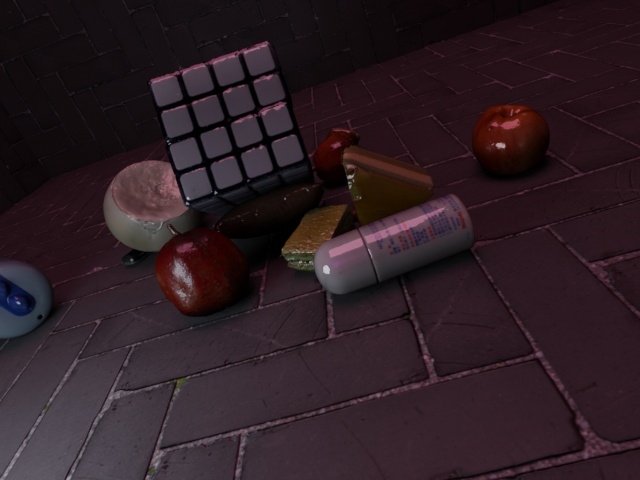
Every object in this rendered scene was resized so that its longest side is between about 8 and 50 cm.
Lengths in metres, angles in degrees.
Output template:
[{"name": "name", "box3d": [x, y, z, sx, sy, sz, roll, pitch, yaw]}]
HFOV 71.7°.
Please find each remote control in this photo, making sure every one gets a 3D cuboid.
[{"name": "remote control", "box3d": [-0.612, 0.014, 1.563, 0.072, 0.042, 0.222, -5, 32, 24]}]

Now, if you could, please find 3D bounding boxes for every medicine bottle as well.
[{"name": "medicine bottle", "box3d": [0.150, 0.015, 0.965, 0.340, 0.130, 0.130, -21, 28, -1]}]

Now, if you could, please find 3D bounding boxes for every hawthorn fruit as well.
[{"name": "hawthorn fruit", "box3d": [-0.003, -0.261, 1.540, 0.285, 0.165, 0.165, -21, 28, 12]}, {"name": "hawthorn fruit", "box3d": [-0.294, 0.062, 1.080, 0.215, 0.250, 0.215, -32, 5, 3]}]

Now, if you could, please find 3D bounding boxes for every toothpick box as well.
[{"name": "toothpick box", "box3d": [-0.972, 0.158, 1.325, 0.354, 0.263, 0.263, 4, 37, 36]}]

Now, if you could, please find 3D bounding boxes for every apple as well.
[{"name": "apple", "box3d": [0.514, -0.280, 1.205, 0.209, 0.164, 0.209, -14, 31, 9]}]

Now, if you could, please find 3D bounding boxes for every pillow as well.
[{"name": "pillow", "box3d": [-0.128, -0.086, 1.271, 0.305, 0.109, 0.308, -23, 2, 3]}]

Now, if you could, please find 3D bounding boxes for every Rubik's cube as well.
[{"name": "Rubik's cube", "box3d": [-0.227, -0.284, 1.246, 0.343, 0.337, 0.344, -19, 0, 0]}]

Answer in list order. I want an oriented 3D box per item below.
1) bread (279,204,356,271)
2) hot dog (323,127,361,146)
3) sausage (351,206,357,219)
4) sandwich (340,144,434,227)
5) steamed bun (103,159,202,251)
[{"name": "bread", "box3d": [0.000, 0.000, 1.122, 0.138, 0.102, 0.196, -6, 34, 31]}, {"name": "hot dog", "box3d": [0.069, -0.349, 1.697, 0.146, 0.103, 0.213, 19, 53, 21]}, {"name": "sausage", "box3d": [0.124, -0.105, 1.294, 0.030, 0.035, 0.147, -38, 10, 48]}, {"name": "sandwich", "box3d": [0.179, -0.135, 1.106, 0.198, 0.228, 0.155, -14, 29, 13]}, {"name": "steamed bun", "box3d": [-0.562, -0.107, 1.506, 0.324, 0.206, 0.324, 10, 50, -12]}]
